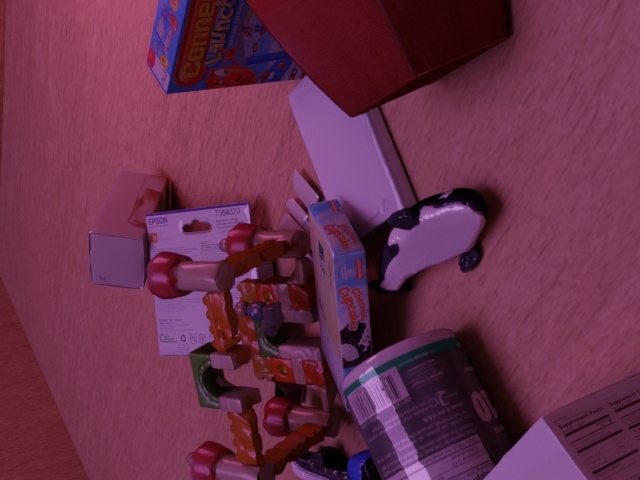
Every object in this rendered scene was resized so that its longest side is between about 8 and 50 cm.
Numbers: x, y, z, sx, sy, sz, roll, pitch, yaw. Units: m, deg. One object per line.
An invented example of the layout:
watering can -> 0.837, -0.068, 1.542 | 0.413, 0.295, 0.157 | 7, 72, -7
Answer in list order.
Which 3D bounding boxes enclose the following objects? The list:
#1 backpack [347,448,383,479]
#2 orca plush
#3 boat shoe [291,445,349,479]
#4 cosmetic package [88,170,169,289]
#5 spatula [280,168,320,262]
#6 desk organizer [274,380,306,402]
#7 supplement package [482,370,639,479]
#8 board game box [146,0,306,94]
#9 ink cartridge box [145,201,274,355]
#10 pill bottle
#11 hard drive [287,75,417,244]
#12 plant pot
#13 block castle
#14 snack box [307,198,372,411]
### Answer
backpack -> 0.096, 0.445, 1.617 | 0.101, 0.098, 0.120 | -4, 99, 59
orca plush -> 0.175, -0.011, 1.369 | 0.151, 0.102, 0.287 | 19, 144, 2
boat shoe -> 0.021, 0.450, 1.758 | 0.228, 0.080, 0.076 | 11, 105, 54
cosmetic package -> -0.458, -0.030, 2.127 | 0.296, 0.129, 0.153 | -83, 1, -56
spatula -> 0.000, 0.000, 1.679 | 0.242, 0.019, 0.168 | 50, 139, 29
desk organizer -> -0.088, 0.305, 1.893 | 0.130, 0.050, 0.047 | 37, 131, 46
supplement package -> 0.367, 0.338, 1.062 | 0.262, 0.198, 0.199 | 56, 143, 28
board game box -> -0.105, -0.393, 1.422 | 0.086, 0.302, 0.308 | 57, 143, 29
ink cartridge box -> -0.239, 0.090, 1.930 | 0.324, 0.071, 0.330 | -4, 91, 37
pill bottle -> 0.192, 0.334, 1.327 | 0.361, 0.204, 0.204 | 64, 146, 18
hard drive -> 0.048, -0.160, 1.520 | 0.203, 0.040, 0.307 | -38, 69, 56
plant pot -> 0.098, -0.325, 1.199 | 0.267, 0.267, 0.235 | -24, 94, 58
block castle -> -0.145, 0.208, 1.651 | 0.213, 0.303, 0.453 | -1, 106, 38
snack box -> 0.037, 0.113, 1.517 | 0.187, 0.060, 0.322 | -116, 17, -57
